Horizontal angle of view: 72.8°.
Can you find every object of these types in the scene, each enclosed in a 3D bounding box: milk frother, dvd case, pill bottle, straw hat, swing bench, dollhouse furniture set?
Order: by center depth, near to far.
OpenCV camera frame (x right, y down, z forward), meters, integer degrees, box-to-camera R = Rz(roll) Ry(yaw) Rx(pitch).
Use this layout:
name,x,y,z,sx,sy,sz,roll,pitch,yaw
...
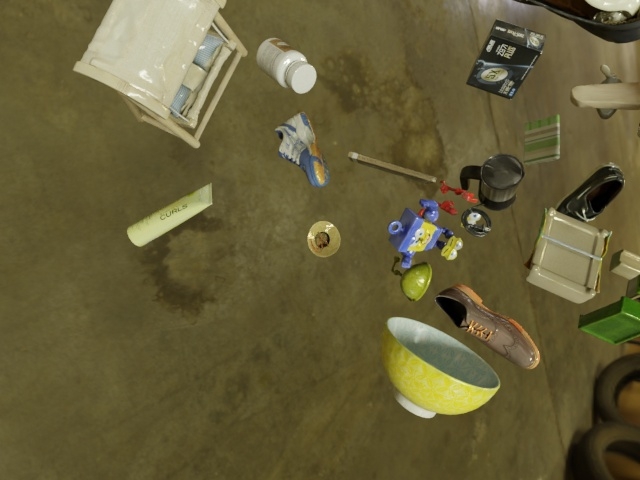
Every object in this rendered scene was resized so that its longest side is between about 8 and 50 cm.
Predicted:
name,x,y,z,sx,sy,sz,roll,pitch,yaw
swing bench,-0.289,-0.355,0.843,0.165,0.254,0.253,25,86,3
milk frother,0.371,-0.093,0.949,0.135,0.129,0.143,39,48,-67
dollhouse furniture set,0.631,0.085,1.052,0.302,0.151,0.197,25,65,8
dvd case,0.182,-0.187,1.128,0.164,0.222,0.018,-45,151,-80
pill bottle,-0.120,-0.620,1.551,0.131,0.229,0.131,-27,143,-23
straw hat,0.000,0.000,1.666,0.145,0.061,0.144,6,76,-25

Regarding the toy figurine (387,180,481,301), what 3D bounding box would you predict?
name,x,y,z,sx,sy,sz,roll,pitch,yaw
toy figurine,0.247,-0.012,1.221,0.217,0.191,0.362,10,119,-36

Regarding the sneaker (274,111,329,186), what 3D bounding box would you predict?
name,x,y,z,sx,sy,sz,roll,pitch,yaw
sneaker,-0.062,-0.272,1.390,0.112,0.131,0.296,49,20,-55

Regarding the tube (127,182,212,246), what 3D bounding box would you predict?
name,x,y,z,sx,sy,sz,roll,pitch,yaw
tube,-0.376,-0.066,1.104,0.070,0.240,0.062,64,10,6

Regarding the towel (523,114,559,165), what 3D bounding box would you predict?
name,x,y,z,sx,sy,sz,roll,pitch,yaw
towel,0.731,-0.328,1.432,0.023,0.113,0.151,16,76,-40

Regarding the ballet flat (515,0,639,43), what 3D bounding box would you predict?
name,x,y,z,sx,sy,sz,roll,pitch,yaw
ballet flat,0.232,-0.257,0.420,0.203,0.074,0.074,36,49,13

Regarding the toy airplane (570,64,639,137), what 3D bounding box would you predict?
name,x,y,z,sx,sy,sz,roll,pitch,yaw
toy airplane,0.930,-0.382,1.110,0.386,0.384,0.272,57,17,24

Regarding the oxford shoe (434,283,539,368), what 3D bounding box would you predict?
name,x,y,z,sx,sy,sz,roll,pitch,yaw
oxford shoe,0.521,0.286,1.402,0.133,0.364,0.129,-8,125,-39

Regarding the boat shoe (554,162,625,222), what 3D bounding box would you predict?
name,x,y,z,sx,sy,sz,roll,pitch,yaw
boat shoe,0.673,-0.087,1.111,0.084,0.233,0.079,20,41,-7

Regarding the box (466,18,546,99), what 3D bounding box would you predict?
name,x,y,z,sx,sy,sz,roll,pitch,yaw
box,0.531,-0.518,1.256,0.148,0.180,0.077,22,64,5

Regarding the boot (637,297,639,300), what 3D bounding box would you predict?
name,x,y,z,sx,sy,sz,roll,pitch,yaw
boot,1.050,0.085,1.288,0.247,0.094,0.207,-4,120,-23

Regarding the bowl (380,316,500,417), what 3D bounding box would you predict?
name,x,y,z,sx,sy,sz,roll,pitch,yaw
bowl,0.258,0.326,1.048,0.290,0.289,0.155,12,107,-45
